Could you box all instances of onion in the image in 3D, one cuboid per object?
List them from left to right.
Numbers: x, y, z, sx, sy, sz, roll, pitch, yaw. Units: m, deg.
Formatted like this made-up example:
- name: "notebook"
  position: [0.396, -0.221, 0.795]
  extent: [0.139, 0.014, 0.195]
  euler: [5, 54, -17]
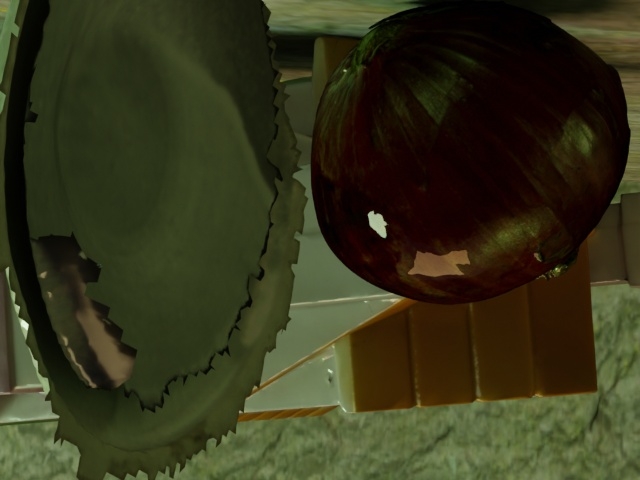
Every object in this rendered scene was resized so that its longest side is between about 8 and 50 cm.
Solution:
- name: "onion"
  position: [0.049, -0.027, 0.654]
  extent: [0.119, 0.118, 0.117]
  euler: [3, 166, -22]

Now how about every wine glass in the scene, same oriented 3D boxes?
- name: "wine glass"
  position: [-0.164, -0.028, 0.466]
  extent: [0.321, 0.143, 0.143]
  euler: [6, -178, 24]

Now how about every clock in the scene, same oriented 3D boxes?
- name: "clock"
  position: [0.000, 0.000, 0.869]
  extent: [0.310, 0.166, 0.235]
  euler: [-6, 175, 22]
